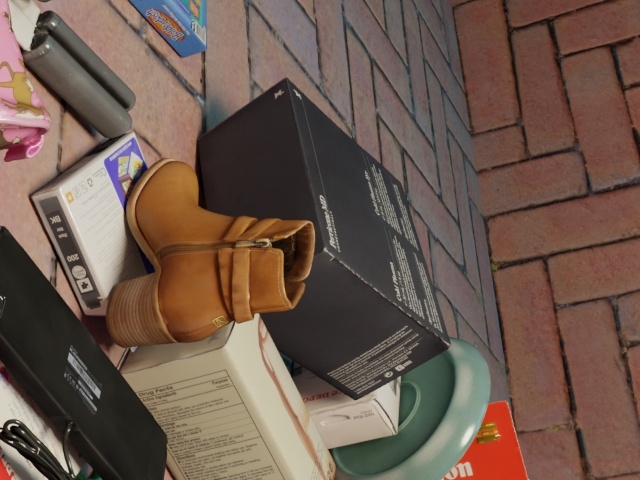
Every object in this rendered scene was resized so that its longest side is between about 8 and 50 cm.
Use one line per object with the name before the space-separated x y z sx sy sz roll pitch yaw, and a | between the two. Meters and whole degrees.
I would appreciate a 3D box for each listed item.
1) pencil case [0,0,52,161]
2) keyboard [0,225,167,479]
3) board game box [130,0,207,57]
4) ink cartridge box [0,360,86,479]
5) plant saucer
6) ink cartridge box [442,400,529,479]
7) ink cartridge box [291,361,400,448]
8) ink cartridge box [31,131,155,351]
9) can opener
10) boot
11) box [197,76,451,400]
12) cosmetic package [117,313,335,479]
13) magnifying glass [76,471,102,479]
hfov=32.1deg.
pencil case | -0.360 -0.255 1.011 0.160 0.167 0.386 146 -68 -76
keyboard | -0.232 0.154 1.010 0.201 0.033 0.317 -91 156 -54
board game box | -0.225 -0.400 1.641 0.160 0.047 0.210 46 35 -53
ink cartridge box | -0.289 0.182 0.998 0.231 0.078 0.134 -57 129 -65
plant saucer | 0.124 0.272 1.745 0.044 0.317 0.317 44 33 -26
ink cartridge box | 0.195 0.476 1.770 0.091 0.308 0.385 -5 81 -72
ink cartridge box | 0.042 0.213 1.760 0.092 0.159 0.218 59 25 -33
ink cartridge box | -0.238 0.000 1.318 0.206 0.045 0.208 -57 129 -63
can opener | -0.291 -0.230 1.262 0.283 0.095 0.076 47 34 -43
boot | -0.114 -0.007 1.265 0.283 0.220 0.109 -79 148 -48
box | 0.000 0.000 1.609 0.312 0.179 0.343 40 27 -41
cosmetic package | -0.107 0.224 1.363 0.129 0.153 0.296 -75 147 -57
magnifying glass | -0.228 0.276 1.178 0.092 0.026 0.231 -36 112 -70
